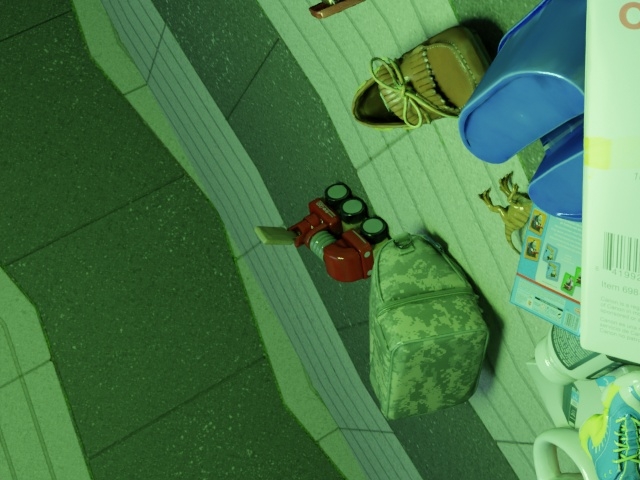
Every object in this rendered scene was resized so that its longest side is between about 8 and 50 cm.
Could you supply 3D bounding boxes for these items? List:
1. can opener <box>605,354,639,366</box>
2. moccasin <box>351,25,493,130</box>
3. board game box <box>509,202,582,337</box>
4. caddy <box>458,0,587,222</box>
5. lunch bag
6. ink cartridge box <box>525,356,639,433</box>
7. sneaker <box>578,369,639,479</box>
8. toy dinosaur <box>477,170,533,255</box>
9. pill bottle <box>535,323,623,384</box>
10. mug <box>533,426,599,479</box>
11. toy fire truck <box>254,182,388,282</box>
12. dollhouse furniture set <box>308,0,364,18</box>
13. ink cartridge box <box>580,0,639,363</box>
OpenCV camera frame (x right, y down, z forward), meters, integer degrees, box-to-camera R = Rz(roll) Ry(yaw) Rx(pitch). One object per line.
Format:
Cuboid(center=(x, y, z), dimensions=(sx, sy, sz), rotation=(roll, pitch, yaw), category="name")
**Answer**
Cuboid(center=(0.471, 0.154, 1.327), dimensions=(0.186, 0.059, 0.073), rotation=(2, 86, 28), category="can opener")
Cuboid(center=(0.148, -0.241, 1.574), dimensions=(0.139, 0.147, 0.380), rotation=(65, 162, -12), category="moccasin")
Cuboid(center=(0.348, 0.012, 1.416), dimensions=(0.160, 0.039, 0.211), rotation=(30, 113, 59), category="board game box")
Cuboid(center=(0.318, -0.167, 1.184), dimensions=(0.241, 0.179, 0.341), rotation=(39, 162, -5), category="caddy")
Cuboid(center=(0.189, 0.164, 1.984), dimensions=(0.305, 0.213, 0.256), rotation=(89, 164, -51), category="lunch bag")
Cuboid(center=(0.480, 0.298, 1.622), dimensions=(0.261, 0.066, 0.296), rotation=(63, 162, -3), category="ink cartridge box")
Cuboid(center=(0.441, 0.276, 1.419), dimensions=(0.240, 0.091, 0.126), rotation=(96, 167, -57), category="sneaker")
Cuboid(center=(0.303, -0.039, 1.596), dimensions=(0.112, 0.064, 0.211), rotation=(55, 162, 14), category="toy dinosaur")
Cuboid(center=(0.396, 0.143, 1.471), dimensions=(0.108, 0.108, 0.180), rotation=(58, 145, 11), category="pill bottle")
Cuboid(center=(0.448, 0.491, 1.689), dimensions=(0.328, 0.276, 0.374), rotation=(-153, 46, -72), category="mug")
Cuboid(center=(0.000, 0.000, 2.187), dimensions=(0.217, 0.246, 0.158), rotation=(46, 158, 39), category="toy fire truck")
Cuboid(center=(0.005, -0.497, 1.650), dimensions=(0.374, 0.152, 0.201), rotation=(-117, 4, -70), category="dollhouse furniture set")
Cuboid(center=(0.392, -0.067, 0.893), dimensions=(0.279, 0.160, 0.384), rotation=(15, 123, 35), category="ink cartridge box")
